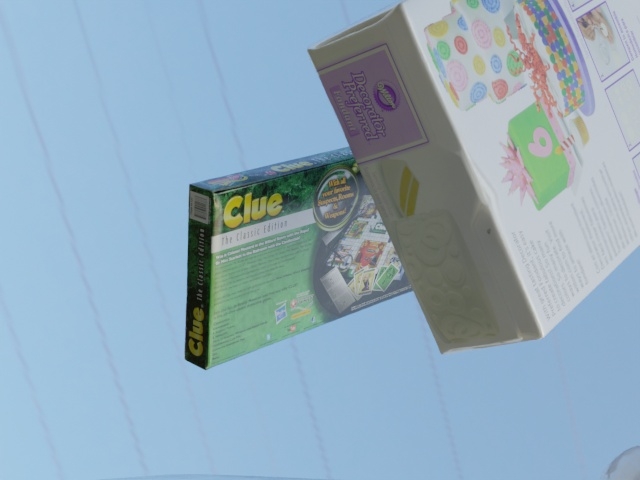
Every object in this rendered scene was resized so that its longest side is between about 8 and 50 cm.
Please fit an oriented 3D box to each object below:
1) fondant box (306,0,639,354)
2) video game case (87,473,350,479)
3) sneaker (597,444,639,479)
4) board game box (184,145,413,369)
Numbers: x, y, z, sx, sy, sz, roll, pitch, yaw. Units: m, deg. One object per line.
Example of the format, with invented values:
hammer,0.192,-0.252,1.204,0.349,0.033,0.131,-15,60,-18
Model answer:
fondant box,0.164,-0.098,0.924,0.096,0.330,0.238,-15,-77,44
video game case,-0.123,0.145,0.660,0.227,0.206,0.026,-15,-104,58
sneaker,0.218,0.137,0.433,0.281,0.105,0.115,33,-79,-14
board game box,0.000,0.000,0.952,0.030,0.259,0.136,22,-65,37
